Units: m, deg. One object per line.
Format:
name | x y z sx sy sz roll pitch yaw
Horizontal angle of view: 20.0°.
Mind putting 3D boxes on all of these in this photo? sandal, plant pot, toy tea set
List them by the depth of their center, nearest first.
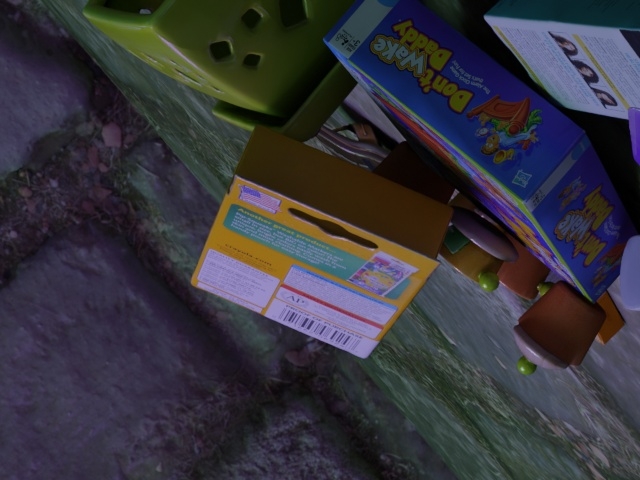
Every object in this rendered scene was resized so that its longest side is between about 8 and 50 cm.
plant pot | -0.059 -0.228 1.746 0.207 0.228 0.227 42 172 -24
toy tea set | 0.149 0.029 1.856 0.200 0.124 0.336 28 -164 -30
sandal | 0.059 -0.115 2.215 0.180 0.049 0.072 23 165 30

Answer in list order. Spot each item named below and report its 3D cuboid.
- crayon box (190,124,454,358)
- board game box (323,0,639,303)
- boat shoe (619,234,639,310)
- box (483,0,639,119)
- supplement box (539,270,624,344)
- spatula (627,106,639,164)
crayon box | 0.000 0.000 1.750 0.203 0.083 0.323 23 159 -3
board game box | 0.157 -0.082 1.635 0.233 0.078 0.347 41 180 24
boat shoe | 0.332 0.030 1.543 0.084 0.095 0.258 5 -174 -9
box | 0.221 -0.144 1.348 0.100 0.060 0.244 49 170 -21
supplement box | 0.283 0.067 2.011 0.098 0.036 0.062 35 165 50
spatula | 0.291 -0.043 1.393 0.084 0.030 0.296 30 -178 22
